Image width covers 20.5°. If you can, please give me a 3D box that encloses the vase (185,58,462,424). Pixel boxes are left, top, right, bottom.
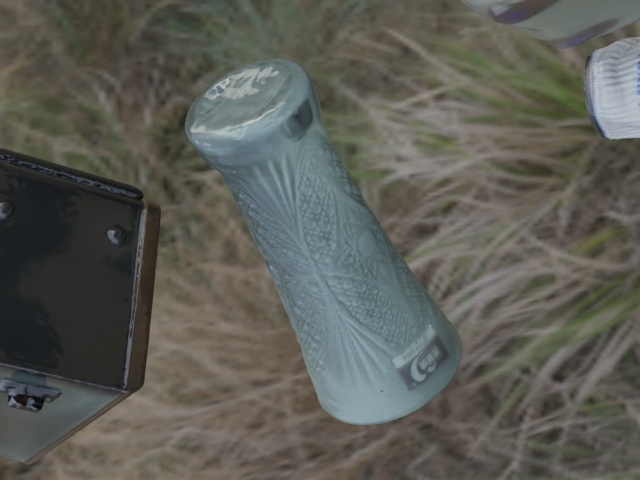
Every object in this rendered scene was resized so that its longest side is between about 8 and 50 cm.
[{"bbox_3d":[0.000,0.000,1.025,0.096,0.096,0.219,3,135,38],"label":"vase"}]

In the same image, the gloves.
[{"bbox_3d":[0.323,-0.123,1.396,0.229,0.097,0.119,-5,93,7],"label":"gloves"}]

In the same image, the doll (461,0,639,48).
[{"bbox_3d":[0.150,-0.304,1.307,0.226,0.215,0.370,-49,60,32],"label":"doll"}]

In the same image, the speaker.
[{"bbox_3d":[-0.243,0.061,1.388,0.231,0.153,0.192,-35,45,55],"label":"speaker"}]
